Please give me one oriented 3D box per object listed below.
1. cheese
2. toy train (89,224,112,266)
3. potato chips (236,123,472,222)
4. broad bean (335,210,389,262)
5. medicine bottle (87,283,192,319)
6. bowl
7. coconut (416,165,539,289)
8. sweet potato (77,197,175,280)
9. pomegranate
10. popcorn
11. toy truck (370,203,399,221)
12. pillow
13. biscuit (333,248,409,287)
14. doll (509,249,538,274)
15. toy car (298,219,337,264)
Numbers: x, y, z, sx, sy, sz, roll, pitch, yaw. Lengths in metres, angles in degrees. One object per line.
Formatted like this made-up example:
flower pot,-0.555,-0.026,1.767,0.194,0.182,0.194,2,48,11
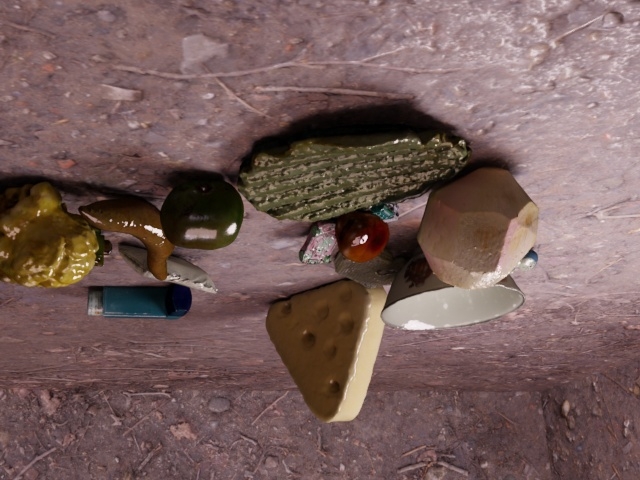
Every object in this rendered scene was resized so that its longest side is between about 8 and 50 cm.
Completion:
cheese,0.042,0.242,2.340,0.384,0.384,0.104,-20,161,40
toy train,-0.549,0.013,1.820,0.225,0.090,0.137,7,165,-29
potato chips,0.048,-0.119,1.563,0.429,0.070,0.358,-10,162,18
broad bean,0.089,-0.008,1.861,0.114,0.084,0.165,-37,152,20
medicine bottle,-0.459,0.157,2.250,0.258,0.079,0.124,2,164,-13
bowl,0.296,0.091,2.065,0.337,0.158,0.337,-5,159,-2
coconut,0.297,-0.033,1.675,0.197,0.237,0.237,27,-178,38
sweet potato,-0.348,-0.017,1.737,0.108,0.079,0.346,-26,150,4
pomegranate,-0.225,-0.047,1.656,0.152,0.131,0.191,2,178,-14
popcorn,-0.517,-0.014,1.630,0.200,0.203,0.226,-5,-158,-24
toy truck,0.128,-0.062,1.775,0.039,0.044,0.083,-9,160,25
pillow,-0.339,0.063,1.982,0.229,0.051,0.128,20,-167,-47
biscuit,0.124,0.062,2.125,0.147,0.046,0.250,-14,158,28
doll,0.484,0.045,2.138,0.083,0.050,0.076,0,143,-6
toy car,0.000,0.000,1.913,0.069,0.055,0.142,3,138,-24
